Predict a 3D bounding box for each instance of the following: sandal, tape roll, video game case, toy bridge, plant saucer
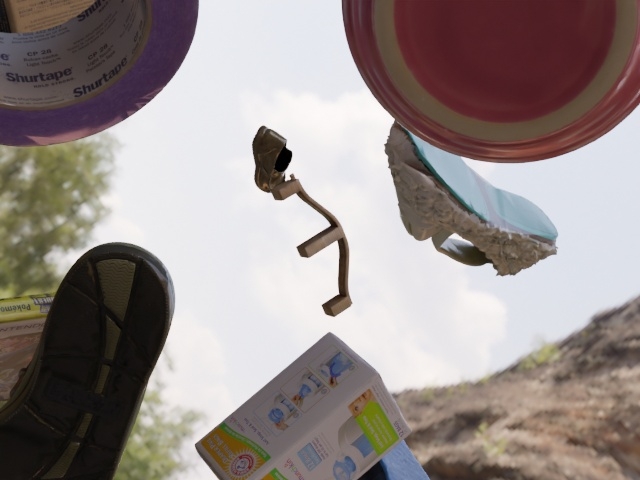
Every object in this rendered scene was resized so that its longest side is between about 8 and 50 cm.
[{"bbox_3d":[-0.204,0.130,1.051,0.120,0.303,0.086,29,17,-12],"label":"sandal"},{"bbox_3d":[-0.173,-0.152,0.755,0.189,0.189,0.080,81,-11,-48],"label":"tape roll"},{"bbox_3d":[-0.389,0.140,1.546,0.275,0.248,0.035,-44,-119,46],"label":"video game case"},{"bbox_3d":[0.000,0.000,1.585,0.026,0.063,0.188,8,-55,59],"label":"toy bridge"},{"bbox_3d":[0.178,-0.225,1.219,0.332,0.332,0.084,61,22,-14],"label":"plant saucer"}]

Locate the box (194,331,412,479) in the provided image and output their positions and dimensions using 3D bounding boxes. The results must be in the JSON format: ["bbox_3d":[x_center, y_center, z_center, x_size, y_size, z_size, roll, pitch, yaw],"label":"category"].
[{"bbox_3d":[-0.019,0.221,1.406,0.103,0.203,0.114,38,-18,49],"label":"box"}]

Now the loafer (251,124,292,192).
[{"bbox_3d":[-0.070,-0.113,1.890,0.050,0.056,0.148,22,-23,18],"label":"loafer"}]

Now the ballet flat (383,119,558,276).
[{"bbox_3d":[0.198,-0.034,1.806,0.409,0.147,0.147,28,2,-45],"label":"ballet flat"}]

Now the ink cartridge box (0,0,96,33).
[{"bbox_3d":[-0.346,-0.271,1.708,0.088,0.234,0.193,6,-67,35],"label":"ink cartridge box"}]

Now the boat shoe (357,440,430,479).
[{"bbox_3d":[0.087,0.320,1.589,0.089,0.109,0.258,-52,-139,28],"label":"boat shoe"}]
